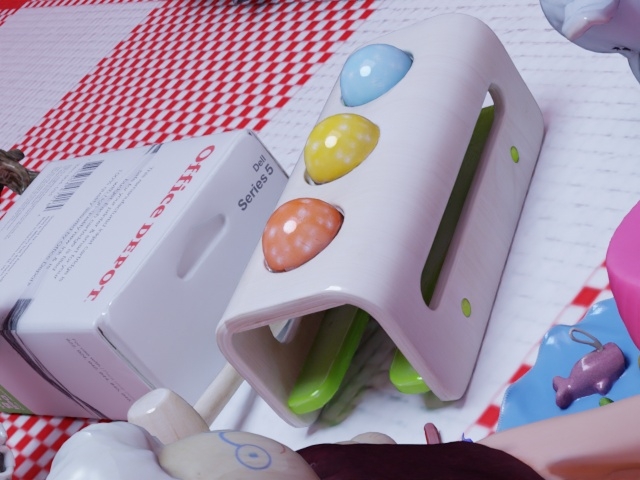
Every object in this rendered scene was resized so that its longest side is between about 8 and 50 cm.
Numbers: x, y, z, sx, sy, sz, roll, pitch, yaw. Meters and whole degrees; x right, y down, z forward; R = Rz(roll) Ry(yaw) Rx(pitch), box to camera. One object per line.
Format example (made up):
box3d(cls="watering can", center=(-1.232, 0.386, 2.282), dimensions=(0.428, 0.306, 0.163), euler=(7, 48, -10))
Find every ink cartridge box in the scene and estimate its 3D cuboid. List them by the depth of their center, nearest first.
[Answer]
box3d(cls="ink cartridge box", center=(-0.157, 0.030, 1.055), dimensions=(0.273, 0.114, 0.198), euler=(-4, 43, 48))

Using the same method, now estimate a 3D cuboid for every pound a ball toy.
box3d(cls="pound a ball toy", center=(0.000, 0.000, 0.892), dimensions=(0.208, 0.135, 0.319), euler=(-16, 34, 36))

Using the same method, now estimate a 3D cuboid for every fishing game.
box3d(cls="fishing game", center=(0.165, 0.069, 0.697), dimensions=(0.264, 0.041, 0.189), euler=(-32, 25, 13))

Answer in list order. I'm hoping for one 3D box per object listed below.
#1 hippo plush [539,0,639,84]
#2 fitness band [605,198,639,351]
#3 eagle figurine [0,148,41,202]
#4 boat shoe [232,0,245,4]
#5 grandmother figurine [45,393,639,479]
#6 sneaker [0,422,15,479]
box3d(cls="hippo plush", center=(0.237, -0.181, 0.760), dimensions=(0.236, 0.294, 0.234), euler=(-44, 12, 11))
box3d(cls="fitness band", center=(0.251, -0.026, 0.627), dimensions=(0.209, 0.054, 0.291), euler=(-8, 20, 41))
box3d(cls="eagle figurine", center=(-0.366, 0.043, 1.260), dimensions=(0.226, 0.225, 0.298), euler=(18, -88, -77))
box3d(cls="boat shoe", center=(-0.055, -0.348, 1.478), dimensions=(0.500, 0.156, 0.187), euler=(17, 53, 44))
box3d(cls="grandmother figurine", center=(0.060, 0.099, 0.483), dimensions=(0.208, 0.342, 0.104), euler=(-3, 85, 56))
box3d(cls="sneaker", center=(-0.250, 0.156, 0.926), dimensions=(0.129, 0.111, 0.297), euler=(3, 82, 33))
